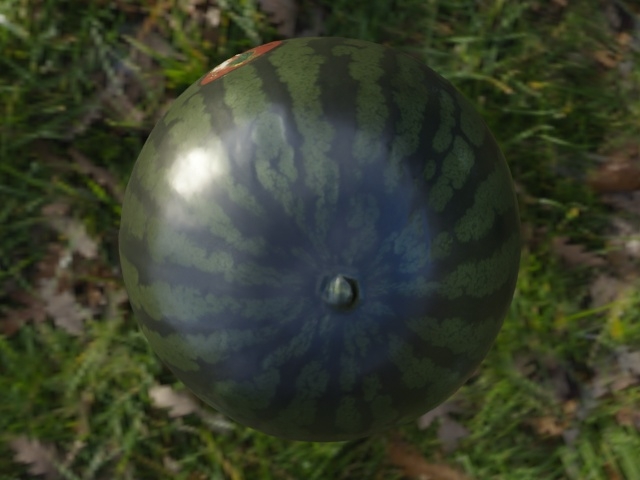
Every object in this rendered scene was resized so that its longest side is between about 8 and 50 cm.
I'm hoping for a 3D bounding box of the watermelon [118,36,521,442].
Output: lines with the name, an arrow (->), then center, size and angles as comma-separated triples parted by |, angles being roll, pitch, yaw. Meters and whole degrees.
watermelon -> 0.000, 0.000, 0.836 | 0.212, 0.212, 0.212 | 1, 92, 29
